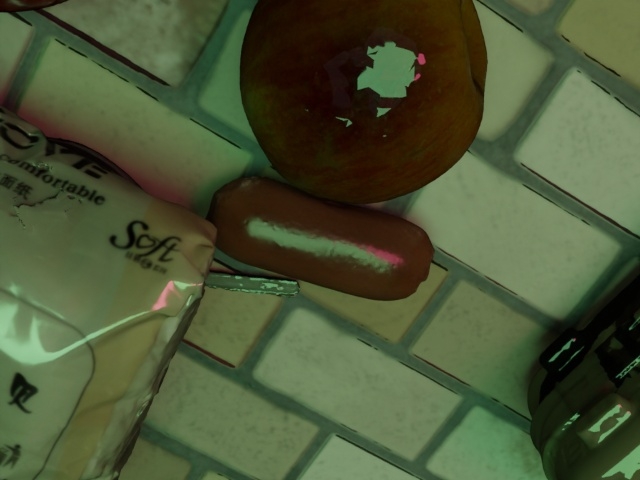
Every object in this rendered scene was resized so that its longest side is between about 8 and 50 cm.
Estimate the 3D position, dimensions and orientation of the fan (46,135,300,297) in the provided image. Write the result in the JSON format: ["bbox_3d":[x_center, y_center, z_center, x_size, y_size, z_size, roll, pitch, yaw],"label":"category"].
[{"bbox_3d":[-0.199,0.045,0.678,0.294,0.012,0.223,33,107,-11],"label":"fan"}]

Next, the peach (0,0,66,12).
[{"bbox_3d":[-0.209,-0.309,0.443,0.257,0.201,0.362,-16,110,7],"label":"peach"}]

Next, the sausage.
[{"bbox_3d":[0.000,0.000,0.629,0.194,0.077,0.077,16,110,-8],"label":"sausage"}]

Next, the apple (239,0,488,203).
[{"bbox_3d":[0.029,-0.120,0.551,0.173,0.160,0.195,-7,106,26],"label":"apple"}]

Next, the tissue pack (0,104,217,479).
[{"bbox_3d":[-0.297,0.058,0.579,0.375,0.195,0.390,31,110,-3],"label":"tissue pack"}]

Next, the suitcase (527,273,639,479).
[{"bbox_3d":[0.393,0.146,0.618,0.339,0.194,0.351,38,107,-15],"label":"suitcase"}]
